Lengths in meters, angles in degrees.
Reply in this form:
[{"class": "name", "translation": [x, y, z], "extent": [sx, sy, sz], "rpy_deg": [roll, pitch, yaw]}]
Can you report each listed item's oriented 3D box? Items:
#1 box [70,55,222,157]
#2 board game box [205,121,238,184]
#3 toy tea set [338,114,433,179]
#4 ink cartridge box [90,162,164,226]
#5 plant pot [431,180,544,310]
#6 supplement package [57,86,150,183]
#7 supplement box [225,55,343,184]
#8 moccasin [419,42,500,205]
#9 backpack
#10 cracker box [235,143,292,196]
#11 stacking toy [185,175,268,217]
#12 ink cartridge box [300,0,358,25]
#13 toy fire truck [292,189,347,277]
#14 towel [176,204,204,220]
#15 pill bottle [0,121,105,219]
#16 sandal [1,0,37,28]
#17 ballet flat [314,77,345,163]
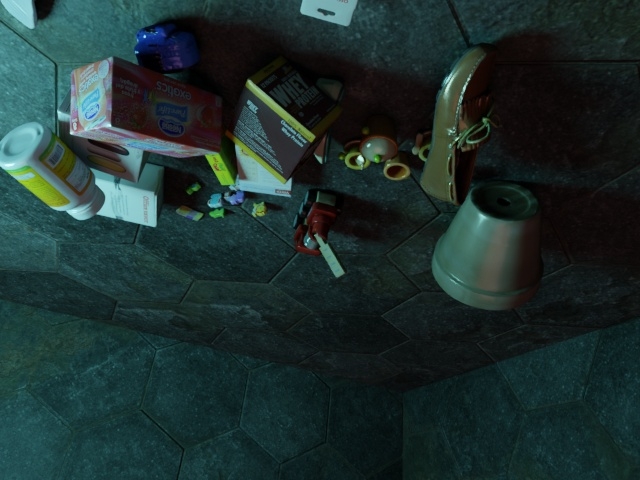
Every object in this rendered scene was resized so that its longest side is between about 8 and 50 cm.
[{"class": "box", "translation": [-0.380, -0.284, 1.094], "extent": [0.154, 0.142, 0.300], "rpy_deg": [1, 179, 33]}, {"class": "board game box", "translation": [-0.272, -0.243, 1.322], "extent": [0.043, 0.092, 0.181], "rpy_deg": [-1, 148, 11]}, {"class": "toy tea set", "translation": [0.221, -0.200, 1.271], "extent": [0.336, 0.124, 0.200], "rpy_deg": [12, 148, -10]}, {"class": "ink cartridge box", "translation": [-0.630, -0.162, 1.501], "extent": [0.272, 0.114, 0.197], "rpy_deg": [14, 147, -11]}, {"class": "plant pot", "translation": [0.500, -0.009, 1.410], "extent": [0.323, 0.323, 0.280], "rpy_deg": [2, 132, 7]}, {"class": "supplement package", "translation": [-0.540, -0.284, 1.250], "extent": [0.203, 0.149, 0.194], "rpy_deg": [18, 147, -16]}, {"class": "supplement box", "translation": [-0.088, -0.276, 1.131], "extent": [0.191, 0.129, 0.194], "rpy_deg": [40, 144, -2]}, {"class": "moccasin", "translation": [0.326, -0.244, 1.089], "extent": [0.147, 0.139, 0.380], "rpy_deg": [38, 136, 32]}, {"class": "backpack", "translation": [-0.328, -0.413, 1.049], "extent": [0.120, 0.098, 0.101], "rpy_deg": [1, 129, 11]}, {"class": "cracker box", "translation": [-0.152, -0.223, 1.359], "extent": [0.155, 0.067, 0.232], "rpy_deg": [8, 148, -1]}, {"class": "stacking toy", "translation": [-0.301, -0.129, 1.557], "extent": [0.221, 0.052, 0.167], "rpy_deg": [-6, 147, 21]}, {"class": "ink cartridge box", "translation": [0.031, -0.495, 0.880], "extent": [0.104, 0.062, 0.181], "rpy_deg": [12, 148, -8]}, {"class": "toy fire truck", "translation": [0.000, 0.000, 1.525], "extent": [0.158, 0.246, 0.217], "rpy_deg": [14, 148, -12]}, {"class": "towel", "translation": [-0.452, -0.096, 1.679], "extent": [0.083, 0.009, 0.060], "rpy_deg": [24, 144, -28]}, {"class": "pill bottle", "translation": [-0.650, -0.160, 1.199], "extent": [0.136, 0.136, 0.246], "rpy_deg": [-3, 148, 16]}, {"class": "sandal", "translation": [-0.589, -0.520, 0.956], "extent": [0.102, 0.076, 0.265], "rpy_deg": [37, 160, -20]}, {"class": "ballet flat", "translation": [-0.001, -0.295, 1.205], "extent": [0.086, 0.086, 0.248], "rpy_deg": [9, 143, -5]}]
